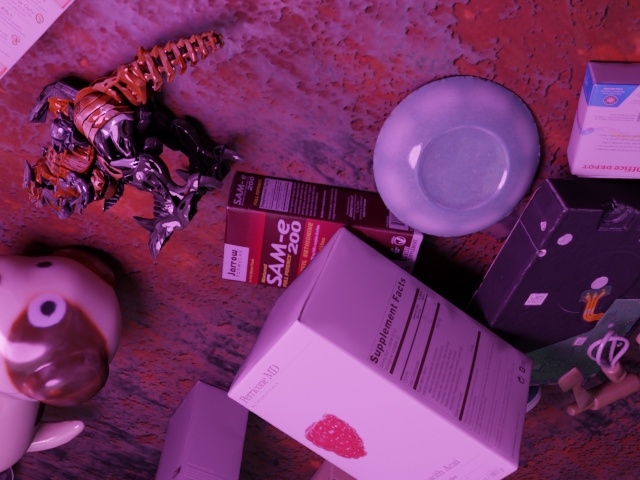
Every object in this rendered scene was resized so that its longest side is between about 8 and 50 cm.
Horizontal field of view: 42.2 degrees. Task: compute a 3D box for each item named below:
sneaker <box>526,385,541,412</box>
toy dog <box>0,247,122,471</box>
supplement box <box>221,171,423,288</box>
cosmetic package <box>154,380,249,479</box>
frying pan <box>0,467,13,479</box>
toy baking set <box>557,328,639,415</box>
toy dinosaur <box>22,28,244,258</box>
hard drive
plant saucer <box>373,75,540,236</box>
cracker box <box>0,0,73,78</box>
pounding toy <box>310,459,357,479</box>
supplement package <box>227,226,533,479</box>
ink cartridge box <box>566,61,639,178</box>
[{"bbox_3d":[0.205,0.190,1.196,0.226,0.086,0.163,-8,127,4],"label":"sneaker"},{"bbox_3d":[-0.441,0.174,1.111,0.408,0.284,0.395,-36,121,29],"label":"toy dog"},{"bbox_3d":[0.000,0.000,1.049,0.239,0.073,0.130,8,133,-1],"label":"supplement box"},{"bbox_3d":[-0.189,0.352,1.276,0.107,0.238,0.127,24,127,-19],"label":"cosmetic package"},{"bbox_3d":[-0.662,0.342,1.431,0.197,0.053,0.326,-13,128,16],"label":"frying pan"},{"bbox_3d":[0.405,0.164,1.120,0.256,0.030,0.196,-20,141,-18],"label":"toy baking set"},{"bbox_3d":[-0.216,-0.109,0.929,0.218,0.164,0.322,44,145,-11],"label":"toy dinosaur"},{"bbox_3d":[0.314,0.067,1.047,0.237,0.064,0.339,1,134,-20],"label":"hard drive"},{"bbox_3d":[0.158,-0.087,0.939,0.195,0.037,0.195,-2,113,-4],"label":"plant saucer"},{"bbox_3d":[-0.277,-0.245,0.795,0.232,0.155,0.067,-34,122,30],"label":"cracker box"},{"bbox_3d":[0.051,0.458,1.440,0.130,0.100,0.141,19,131,-12],"label":"pounding toy"},{"bbox_3d":[0.075,0.162,0.982,0.293,0.175,0.177,34,131,-7],"label":"supplement package"},{"bbox_3d":[0.329,-0.131,0.915,0.088,0.052,0.122,3,132,3],"label":"ink cartridge box"}]
